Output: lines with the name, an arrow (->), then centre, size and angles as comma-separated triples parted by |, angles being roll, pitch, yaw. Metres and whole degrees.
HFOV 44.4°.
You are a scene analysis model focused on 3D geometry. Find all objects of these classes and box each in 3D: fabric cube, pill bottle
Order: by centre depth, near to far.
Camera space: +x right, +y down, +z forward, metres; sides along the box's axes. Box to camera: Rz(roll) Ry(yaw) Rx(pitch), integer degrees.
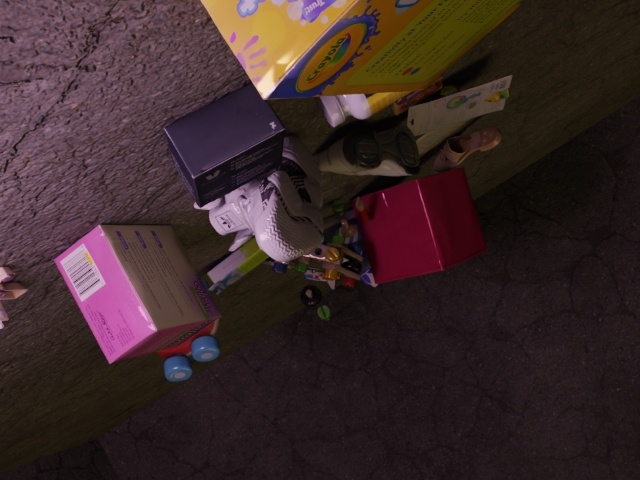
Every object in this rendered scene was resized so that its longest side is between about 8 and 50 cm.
pill bottle -> 0.082, -0.261, 1.265 | 0.184, 0.103, 0.103 | -31, 170, -3
fabric cube -> 0.285, -0.043, 2.260 | 0.259, 0.258, 0.254 | -15, -178, 42

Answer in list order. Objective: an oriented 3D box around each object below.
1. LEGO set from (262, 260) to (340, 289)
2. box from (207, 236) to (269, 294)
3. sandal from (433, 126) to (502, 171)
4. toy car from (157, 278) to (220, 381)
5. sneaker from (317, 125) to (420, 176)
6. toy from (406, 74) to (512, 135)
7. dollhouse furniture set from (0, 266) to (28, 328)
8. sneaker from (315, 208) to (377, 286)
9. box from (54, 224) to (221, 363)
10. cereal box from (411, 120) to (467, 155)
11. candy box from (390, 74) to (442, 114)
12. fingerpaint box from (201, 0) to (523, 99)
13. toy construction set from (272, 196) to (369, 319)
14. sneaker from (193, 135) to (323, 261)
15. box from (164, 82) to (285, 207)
LEGO set -> -0.052, 0.102, 2.353 | 0.244, 0.060, 0.182 | 9, 177, 11
box -> -0.222, 0.069, 2.070 | 0.178, 0.042, 0.109 | -37, 166, -1
sandal -> 0.393, -0.273, 2.222 | 0.079, 0.088, 0.240 | 26, 147, -36
toy car -> -0.400, 0.205, 1.983 | 0.210, 0.219, 0.238 | -36, 140, 25
sneaker -> 0.112, -0.190, 1.717 | 0.129, 0.111, 0.297 | -11, 172, 41
toy -> 0.299, -0.311, 1.744 | 0.237, 0.056, 0.137 | -15, 157, -3
dollhouse furniture set -> -0.516, 0.100, 1.324 | 0.091, 0.081, 0.114 | -33, 170, 13
sneaker -> 0.085, 0.045, 2.349 | 0.322, 0.236, 0.130 | -24, 167, -37
box -> -0.329, 0.090, 1.443 | 0.117, 0.214, 0.243 | -35, 170, 17
cereal box -> 0.263, -0.264, 1.925 | 0.240, 0.047, 0.173 | -37, 168, 27
candy box -> 0.170, -0.304, 1.459 | 0.109, 0.053, 0.186 | -31, 168, 4
fingerpaint box -> 0.143, -0.354, 0.834 | 0.444, 0.163, 0.371 | -39, 168, 35
toy construction set -> 0.000, 0.000, 2.052 | 0.309, 0.257, 0.237 | -50, 159, -8
sneaker -> -0.111, -0.042, 1.369 | 0.210, 0.137, 0.366 | -30, -157, 18
box -> -0.144, -0.143, 1.203 | 0.156, 0.093, 0.158 | -30, 171, -12
